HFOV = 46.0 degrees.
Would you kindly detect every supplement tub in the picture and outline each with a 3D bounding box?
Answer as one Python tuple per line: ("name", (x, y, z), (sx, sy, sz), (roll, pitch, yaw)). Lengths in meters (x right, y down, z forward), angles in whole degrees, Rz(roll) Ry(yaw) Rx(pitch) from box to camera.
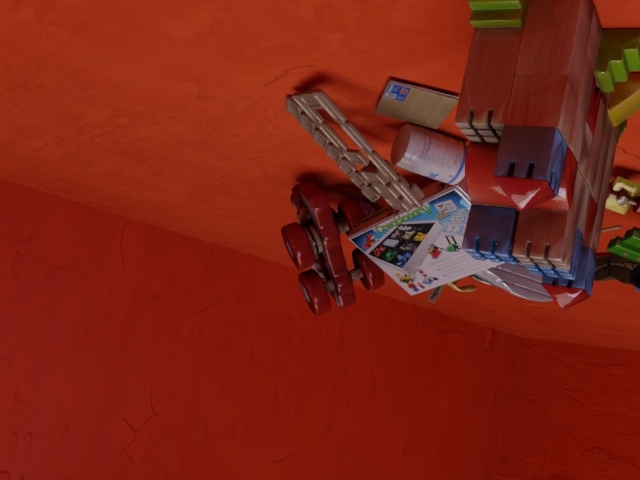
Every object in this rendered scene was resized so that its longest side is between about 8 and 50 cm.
("supplement tub", (0.170, -0.132, 1.155), (0.107, 0.071, 0.071), (16, 170, -16))

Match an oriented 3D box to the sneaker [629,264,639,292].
("sneaker", (0.720, 0.072, 1.401), (0.147, 0.129, 0.330), (25, 158, -20))

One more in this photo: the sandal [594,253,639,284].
("sandal", (0.657, 0.060, 1.640), (0.049, 0.072, 0.180), (0, 176, -17))

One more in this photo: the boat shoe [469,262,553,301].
("boat shoe", (0.418, 0.047, 1.810), (0.335, 0.121, 0.119), (24, 179, 2))

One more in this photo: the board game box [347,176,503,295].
("board game box", (0.217, -0.005, 1.426), (0.193, 0.053, 0.305), (42, 143, -18))

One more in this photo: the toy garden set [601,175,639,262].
("toy garden set", (0.513, -0.029, 1.198), (0.204, 0.049, 0.244), (21, 168, 3))

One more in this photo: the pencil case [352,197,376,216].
("pencil case", (0.139, -0.030, 1.763), (0.098, 0.095, 0.209), (-20, 155, 34))

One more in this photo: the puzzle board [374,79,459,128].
("puzzle board", (0.132, -0.190, 1.048), (0.097, 0.011, 0.128), (15, 170, -2))

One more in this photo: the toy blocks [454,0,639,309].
("toy blocks", (0.232, -0.079, 0.792), (0.191, 0.260, 0.381), (8, 169, 30))

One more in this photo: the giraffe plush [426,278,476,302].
("giraffe plush", (0.259, -0.001, 1.590), (0.182, 0.210, 0.170), (5, 141, 18))

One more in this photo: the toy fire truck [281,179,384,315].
("toy fire truck", (0.000, 0.000, 1.661), (0.169, 0.302, 0.254), (-24, -148, -10))

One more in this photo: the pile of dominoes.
("pile of dominoes", (0.054, -0.144, 1.145), (0.251, 0.040, 0.196), (46, 171, -22))
